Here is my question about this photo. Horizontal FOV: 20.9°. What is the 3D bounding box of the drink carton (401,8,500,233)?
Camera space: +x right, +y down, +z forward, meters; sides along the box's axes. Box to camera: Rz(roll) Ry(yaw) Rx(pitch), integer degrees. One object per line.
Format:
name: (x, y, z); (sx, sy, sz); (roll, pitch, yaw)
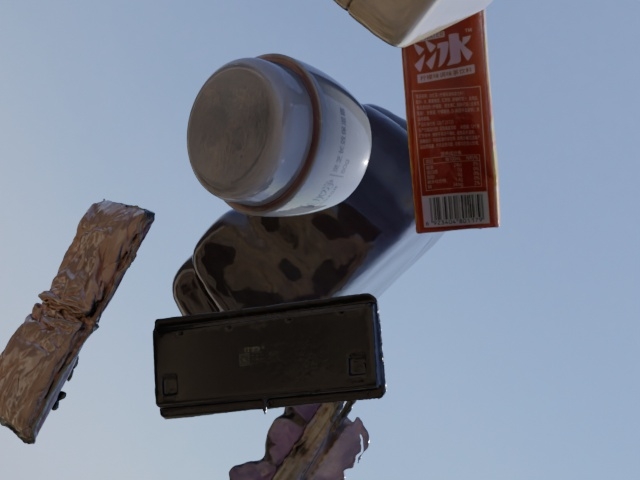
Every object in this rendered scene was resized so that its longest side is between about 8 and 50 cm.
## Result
drink carton: (0.103, -0.123, 1.390); (0.096, 0.071, 0.223); (-84, 168, -56)

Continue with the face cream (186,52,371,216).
face cream: (-0.030, -0.074, 1.249); (0.104, 0.117, 0.117); (10, 33, -47)

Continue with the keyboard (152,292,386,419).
keyboard: (-0.047, 0.102, 1.485); (0.025, 0.230, 0.094); (7, 77, -59)

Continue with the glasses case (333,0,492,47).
glasses case: (0.092, -0.207, 1.084); (0.076, 0.144, 0.336); (39, 17, 4)

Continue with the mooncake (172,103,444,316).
mooncake: (0.000, 0.000, 1.722); (0.154, 0.306, 0.306); (45, -16, 6)

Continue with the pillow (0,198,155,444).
pillow: (-0.227, 0.066, 1.558); (0.043, 0.232, 0.126); (31, -5, -29)

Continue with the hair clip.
hair clip: (-0.045, 0.253, 1.768); (0.106, 0.292, 0.084); (35, 1, 25)
